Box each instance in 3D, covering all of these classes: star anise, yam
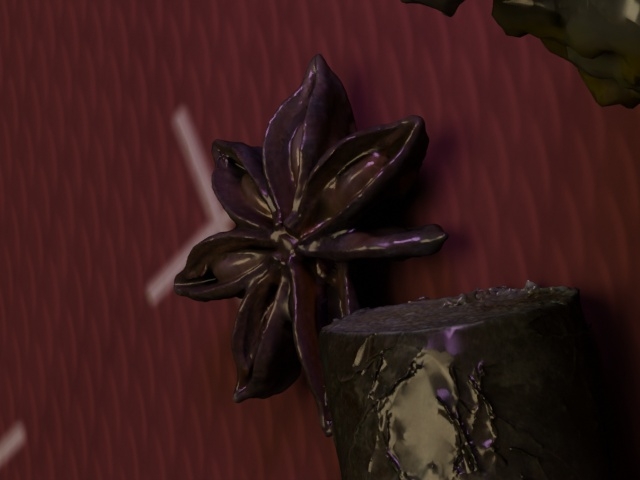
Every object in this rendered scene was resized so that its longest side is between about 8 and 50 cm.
[{"bbox_3d":[-0.012,-0.004,1.132,0.197,0.073,0.212,41,112,38],"label":"star anise"},{"bbox_3d":[0.081,0.135,0.967,0.154,0.154,0.254,-22,68,44],"label":"yam"}]

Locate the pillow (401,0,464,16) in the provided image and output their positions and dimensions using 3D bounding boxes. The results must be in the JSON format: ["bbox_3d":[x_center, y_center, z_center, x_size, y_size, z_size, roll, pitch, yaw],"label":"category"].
[{"bbox_3d":[0.067,-0.183,0.723,0.181,0.078,0.134,-44,55,38],"label":"pillow"}]

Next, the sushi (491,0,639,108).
[{"bbox_3d":[0.231,-0.226,0.781,0.351,0.240,0.396,46,115,41],"label":"sushi"}]
